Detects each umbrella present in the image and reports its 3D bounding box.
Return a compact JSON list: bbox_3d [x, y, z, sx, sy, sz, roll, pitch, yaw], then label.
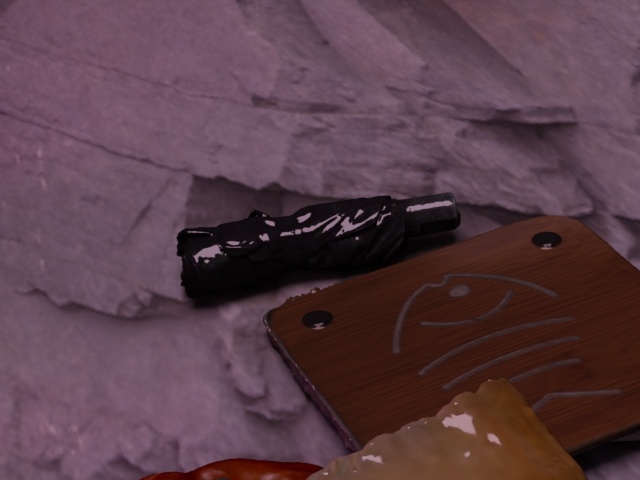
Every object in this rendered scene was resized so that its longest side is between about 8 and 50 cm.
[{"bbox_3d":[0.000,0.000,1.459,0.235,0.059,0.066,-9,59,-6],"label":"umbrella"}]

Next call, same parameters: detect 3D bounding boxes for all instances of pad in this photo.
[{"bbox_3d":[0.130,0.079,1.346,0.286,0.018,0.284,-18,33,-16],"label":"pad"}]

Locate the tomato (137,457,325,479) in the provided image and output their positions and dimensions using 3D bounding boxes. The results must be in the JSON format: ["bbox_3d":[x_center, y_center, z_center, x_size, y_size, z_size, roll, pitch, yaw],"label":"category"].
[{"bbox_3d":[-0.053,0.208,1.148,0.228,0.101,0.228,-5,33,4],"label":"tomato"}]

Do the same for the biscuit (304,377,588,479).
[{"bbox_3d":[0.024,0.307,0.929,0.429,0.104,0.446,-20,52,-17],"label":"biscuit"}]

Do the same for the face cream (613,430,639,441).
[{"bbox_3d":[0.236,0.129,1.273,0.115,0.020,0.038,-2,35,7],"label":"face cream"}]
